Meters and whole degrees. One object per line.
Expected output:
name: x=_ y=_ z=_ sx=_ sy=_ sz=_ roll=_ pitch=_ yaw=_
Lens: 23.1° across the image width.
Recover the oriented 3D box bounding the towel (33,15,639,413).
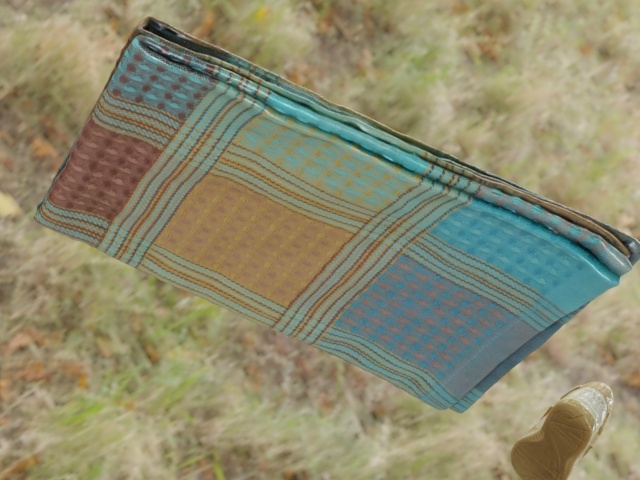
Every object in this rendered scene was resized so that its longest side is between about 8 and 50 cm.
towel: x=0.000 y=0.000 z=1.104 sx=0.370 sy=0.271 sz=0.040 roll=24 pitch=55 yaw=-13

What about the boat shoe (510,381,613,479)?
boat shoe: x=0.236 y=0.187 z=1.496 sx=0.059 sy=0.170 sz=0.063 roll=-36 pitch=76 yaw=-30
